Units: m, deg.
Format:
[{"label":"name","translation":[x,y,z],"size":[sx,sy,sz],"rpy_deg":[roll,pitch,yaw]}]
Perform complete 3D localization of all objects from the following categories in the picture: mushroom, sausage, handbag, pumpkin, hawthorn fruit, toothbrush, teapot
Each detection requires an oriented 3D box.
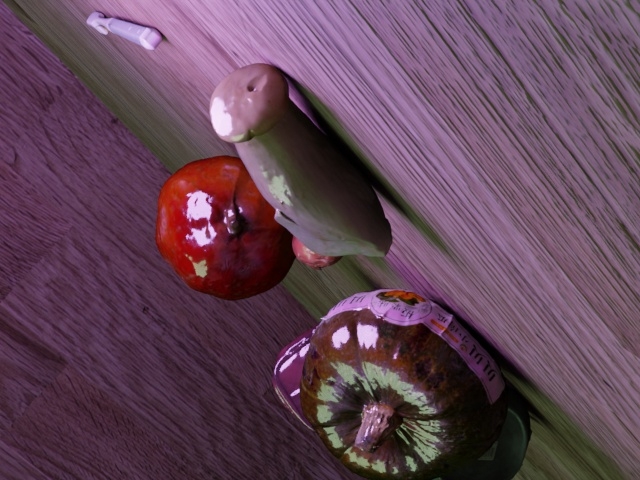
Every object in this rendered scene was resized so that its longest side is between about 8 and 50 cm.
[{"label":"mushroom","translation":[-0.021,-0.070,1.437],"size":[0.247,0.096,0.108],"rpy_deg":[51,-164,-38]},{"label":"sausage","translation":[0.000,0.000,1.894],"size":[0.076,0.076,0.141],"rpy_deg":[43,173,-2]},{"label":"handbag","translation":[0.038,0.183,2.201],"size":[0.146,0.225,0.135],"rpy_deg":[58,-179,-1]},{"label":"pumpkin","translation":[0.091,0.193,1.810],"size":[0.260,0.189,0.260],"rpy_deg":[14,123,23]},{"label":"hawthorn fruit","translation":[-0.124,-0.020,2.042],"size":[0.215,0.215,0.249],"rpy_deg":[43,167,-4]},{"label":"toothbrush","translation":[-0.256,-0.271,1.894],"size":[0.030,0.025,0.342],"rpy_deg":[38,177,-22]},{"label":"teapot","translation":[0.191,0.241,2.039],"size":[0.203,0.171,0.225],"rpy_deg":[12,-165,-23]}]
